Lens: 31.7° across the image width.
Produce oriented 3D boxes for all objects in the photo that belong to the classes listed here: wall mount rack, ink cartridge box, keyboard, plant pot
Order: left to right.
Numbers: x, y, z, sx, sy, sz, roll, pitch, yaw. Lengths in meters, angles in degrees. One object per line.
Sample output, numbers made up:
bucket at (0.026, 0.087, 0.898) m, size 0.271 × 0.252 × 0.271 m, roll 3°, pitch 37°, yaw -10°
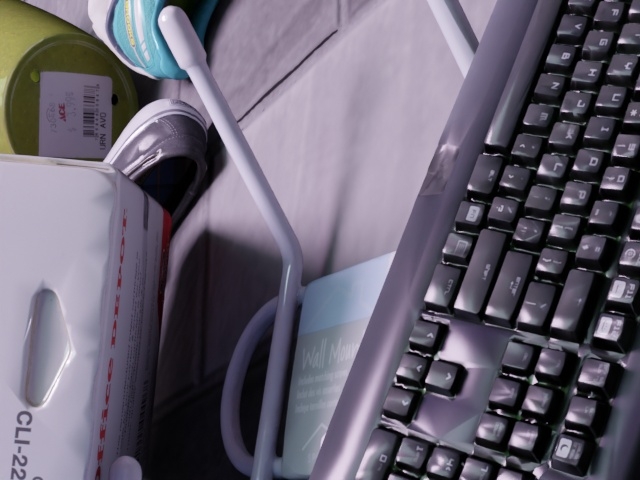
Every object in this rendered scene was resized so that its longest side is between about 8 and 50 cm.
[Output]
plant pot at (-0.309, -0.119, 1.045) m, size 0.294 × 0.275 × 0.274 m, roll 5°, pitch 80°, yaw 43°
ink cartridge box at (-0.166, 0.061, 0.686) m, size 0.273 × 0.114 × 0.196 m, roll 121°, pitch 154°, yaw -85°
wall mount rack at (0.000, 0.000, 0.556) m, size 0.350 × 0.131 × 0.304 m, roll -21°, pitch 58°, yaw 53°
keyboard at (0.119, -0.012, 0.375) m, size 0.202 × 0.033 × 0.317 m, roll 12°, pitch 74°, yaw 35°

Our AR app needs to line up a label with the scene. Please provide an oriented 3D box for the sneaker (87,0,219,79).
sneaker at (-0.088, -0.257, 0.894) m, size 0.110 × 0.107 × 0.275 m, roll 37°, pitch 114°, yaw 38°

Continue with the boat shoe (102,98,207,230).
boat shoe at (-0.155, -0.004, 0.881) m, size 0.228 × 0.080 × 0.076 m, roll -49°, pitch 36°, yaw 24°
